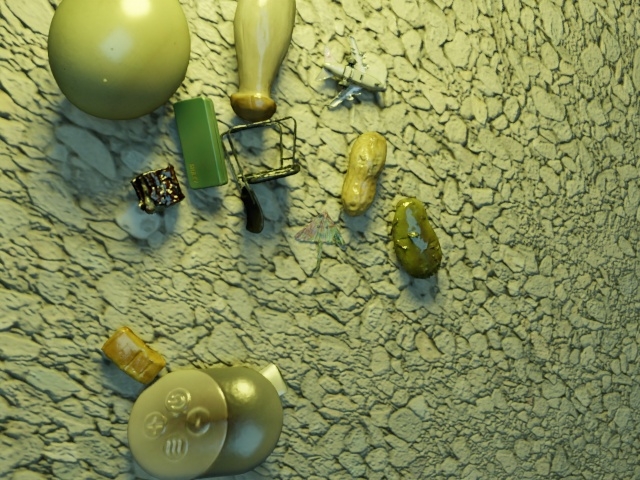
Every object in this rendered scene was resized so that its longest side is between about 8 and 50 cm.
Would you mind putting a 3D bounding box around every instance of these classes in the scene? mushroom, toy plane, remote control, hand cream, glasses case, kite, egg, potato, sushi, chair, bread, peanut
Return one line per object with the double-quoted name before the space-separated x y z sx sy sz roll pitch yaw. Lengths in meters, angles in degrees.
"mushroom" -0.120 -0.425 0.870 0.129 0.128 0.349 7 97 -20
"toy plane" 0.075 -0.385 0.978 0.171 0.065 0.162 13 104 -16
"remote control" -0.248 0.394 0.912 0.333 0.103 0.220 -3 69 -6
"hand cream" -0.201 0.391 0.995 0.255 0.048 0.079 -29 75 -12
"glasses case" -0.251 -0.203 0.882 0.078 0.039 0.183 -6 102 15
"kite" 0.000 0.000 1.033 0.139 0.011 0.156 5 95 -17
"egg" -0.353 -0.344 0.750 0.219 0.219 0.269 42 80 -19
"potato" 0.245 -0.003 1.073 0.118 0.090 0.225 -25 106 -15
"sushi" -0.332 -0.103 0.854 0.094 0.098 0.084 -25 107 -19
"chair" -0.117 -0.140 0.905 0.146 0.140 0.220 -15 104 -16
"bread" -0.403 0.248 0.903 0.074 0.053 0.132 -43 107 -9
"peanut" 0.102 -0.161 1.007 0.100 0.099 0.213 15 98 -20
